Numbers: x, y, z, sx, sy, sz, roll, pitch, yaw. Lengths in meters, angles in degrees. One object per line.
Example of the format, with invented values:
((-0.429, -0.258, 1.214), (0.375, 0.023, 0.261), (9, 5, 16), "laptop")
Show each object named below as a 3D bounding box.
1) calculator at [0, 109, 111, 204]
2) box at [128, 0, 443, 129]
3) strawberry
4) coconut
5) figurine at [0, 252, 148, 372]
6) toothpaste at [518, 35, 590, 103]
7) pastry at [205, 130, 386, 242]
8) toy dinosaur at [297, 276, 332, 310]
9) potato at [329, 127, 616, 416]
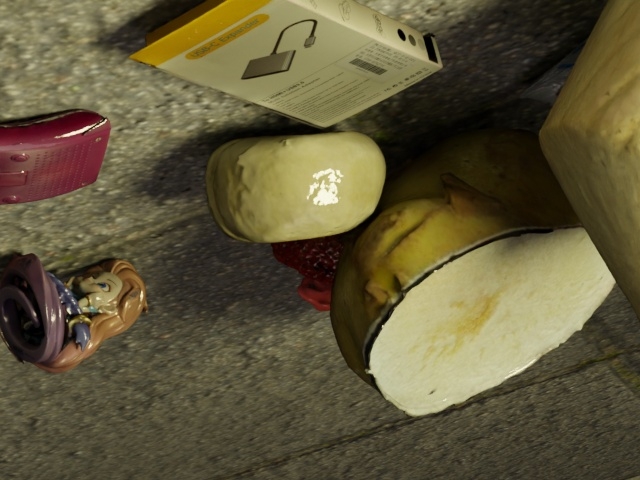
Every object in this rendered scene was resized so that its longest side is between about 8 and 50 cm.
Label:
((-0.270, -0.061, 1.373), (0.191, 0.034, 0.126), (-6, 160, -17), "calculator")
((-0.023, -0.148, 1.298), (0.129, 0.033, 0.247), (-24, 158, 30), "box")
((0.000, 0.000, 1.648), (0.096, 0.083, 0.083), (-9, 160, 6), "strawberry")
((0.315, -0.069, 1.284), (0.329, 0.328, 0.329), (-12, 160, -4), "coconut")
((-0.239, 0.071, 1.626), (0.126, 0.114, 0.157), (15, -173, 40), "figurine")
((0.325, -0.134, 1.522), (0.299, 0.073, 0.114), (9, 152, -31), "toothpaste")
((-0.021, -0.047, 1.447), (0.156, 0.092, 0.156), (-4, -173, 0), "pastry")
((0.109, 0.060, 1.777), (0.286, 0.138, 0.070), (-4, 159, -25), "toy dinosaur")
((0.108, 0.012, 1.548), (0.300, 0.196, 0.246), (-8, 135, -42), "potato")
